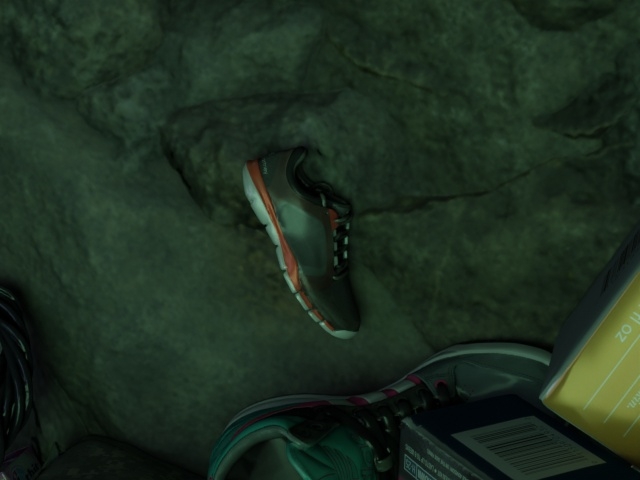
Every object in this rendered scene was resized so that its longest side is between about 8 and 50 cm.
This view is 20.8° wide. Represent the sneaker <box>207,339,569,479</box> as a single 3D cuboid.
[{"bbox_3d":[0.040,0.160,1.292,0.296,0.178,0.123,-16,101,17],"label":"sneaker"}]

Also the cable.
[{"bbox_3d":[-0.295,0.120,1.404,0.150,0.047,0.184,38,101,34],"label":"cable"}]

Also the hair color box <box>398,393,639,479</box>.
[{"bbox_3d":[0.134,0.303,1.223,0.105,0.174,0.347,-9,111,-27],"label":"hair color box"}]

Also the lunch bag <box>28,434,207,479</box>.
[{"bbox_3d":[-0.128,0.279,1.335,0.287,0.235,0.169,34,105,4],"label":"lunch bag"}]

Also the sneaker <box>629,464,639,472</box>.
[{"bbox_3d":[0.228,0.203,1.334,0.161,0.057,0.075,0,89,15],"label":"sneaker"}]

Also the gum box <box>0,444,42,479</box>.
[{"bbox_3d":[-0.305,0.262,1.466,0.188,0.062,0.107,-25,98,18],"label":"gum box"}]

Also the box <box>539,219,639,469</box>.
[{"bbox_3d":[0.359,0.101,1.205,0.345,0.168,0.215,33,110,2],"label":"box"}]

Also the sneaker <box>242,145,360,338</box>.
[{"bbox_3d":[0.000,0.000,1.322,0.065,0.061,0.158,-26,99,12],"label":"sneaker"}]
